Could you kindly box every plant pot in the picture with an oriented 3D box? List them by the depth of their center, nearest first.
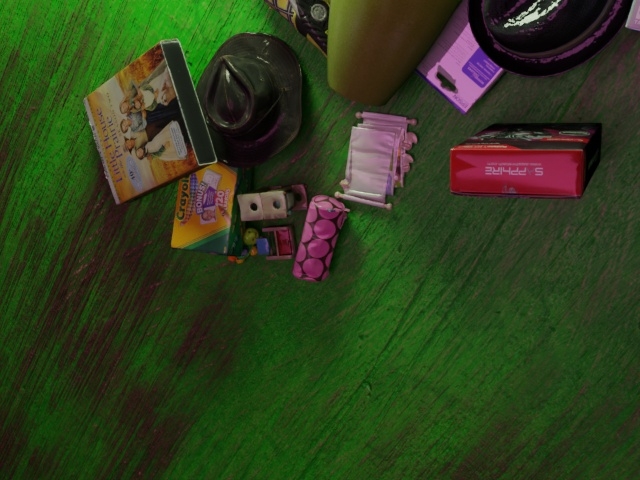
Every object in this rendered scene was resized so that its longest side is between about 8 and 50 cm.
[{"bbox_3d":[0.125,-0.443,1.597,0.275,0.275,0.293,29,119,15],"label":"plant pot"}]

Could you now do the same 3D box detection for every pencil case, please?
[{"bbox_3d":[0.000,0.000,1.869,0.098,0.095,0.209,15,113,-2],"label":"pencil case"}]

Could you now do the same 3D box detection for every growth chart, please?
[{"bbox_3d":[0.133,-0.187,1.792,0.172,0.021,0.237,19,111,19],"label":"growth chart"}]

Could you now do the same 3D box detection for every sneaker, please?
[{"bbox_3d":[-0.044,-0.555,1.730,0.385,0.145,0.147,52,160,-7],"label":"sneaker"}]

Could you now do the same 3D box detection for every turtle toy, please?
[{"bbox_3d":[-0.207,0.005,1.975,0.130,0.066,0.095,-30,90,28],"label":"turtle toy"}]

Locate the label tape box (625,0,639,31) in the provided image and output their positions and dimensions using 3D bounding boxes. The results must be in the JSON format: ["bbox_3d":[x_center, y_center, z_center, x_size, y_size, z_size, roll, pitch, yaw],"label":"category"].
[{"bbox_3d":[0.647,-0.531,1.333,0.115,0.249,0.348,21,112,19],"label":"label tape box"}]

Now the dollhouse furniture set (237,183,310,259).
[{"bbox_3d":[-0.104,-0.037,1.880,0.129,0.129,0.184,-3,101,25],"label":"dollhouse furniture set"}]

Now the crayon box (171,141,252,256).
[{"bbox_3d":[-0.270,-0.106,1.924,0.165,0.081,0.278,6,89,23],"label":"crayon box"}]

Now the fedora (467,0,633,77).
[{"bbox_3d":[0.422,-0.468,1.435,0.334,0.152,0.334,7,106,25],"label":"fedora"}]

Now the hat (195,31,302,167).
[{"bbox_3d":[-0.199,-0.343,1.798,0.331,0.134,0.331,-2,86,25],"label":"hat"}]

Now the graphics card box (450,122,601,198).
[{"bbox_3d":[0.408,-0.162,1.476,0.232,0.371,0.094,3,105,25],"label":"graphics card box"}]

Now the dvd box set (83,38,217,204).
[{"bbox_3d":[-0.440,-0.282,1.920,0.420,0.062,0.308,-15,93,47],"label":"dvd box set"}]

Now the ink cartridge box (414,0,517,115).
[{"bbox_3d":[0.356,-0.441,1.598,0.165,0.065,0.333,45,116,8],"label":"ink cartridge box"}]
